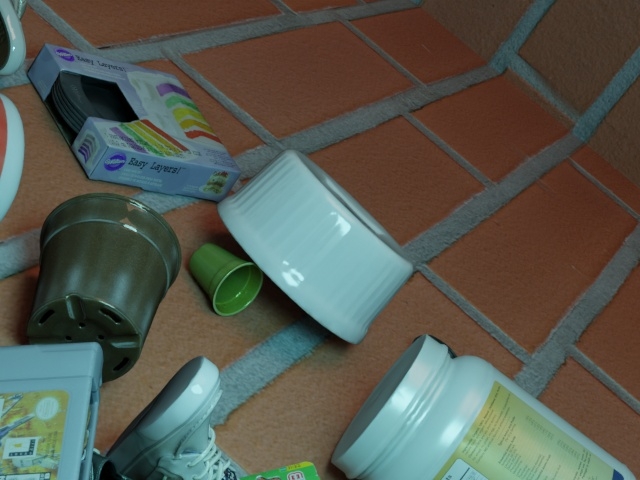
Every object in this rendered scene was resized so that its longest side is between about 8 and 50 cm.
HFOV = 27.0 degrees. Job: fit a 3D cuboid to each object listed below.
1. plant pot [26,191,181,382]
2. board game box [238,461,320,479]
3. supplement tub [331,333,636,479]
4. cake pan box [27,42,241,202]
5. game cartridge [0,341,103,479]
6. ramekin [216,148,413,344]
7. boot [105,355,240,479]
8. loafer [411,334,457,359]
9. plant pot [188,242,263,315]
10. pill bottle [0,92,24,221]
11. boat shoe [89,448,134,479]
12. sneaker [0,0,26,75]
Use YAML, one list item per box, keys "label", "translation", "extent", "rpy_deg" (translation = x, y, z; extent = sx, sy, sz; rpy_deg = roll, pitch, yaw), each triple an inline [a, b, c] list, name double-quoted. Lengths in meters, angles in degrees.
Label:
- label: "plant pot"
  translation: [-0.249, 0.061, 1.490]
  extent: [0.167, 0.167, 0.165]
  rpy_deg: [29, 34, -18]
- label: "board game box"
  translation: [-0.035, 0.338, 1.344]
  extent: [0.124, 0.039, 0.259]
  rpy_deg: [-12, 43, -8]
- label: "supplement tub"
  translation: [0.194, 0.281, 1.591]
  extent: [0.316, 0.228, 0.228]
  rpy_deg: [37, 24, 0]
- label: "cake pan box"
  translation: [-0.277, -0.173, 1.957]
  extent: [0.266, 0.070, 0.246]
  rpy_deg: [10, 34, -45]
- label: "game cartridge"
  translation: [-0.301, 0.200, 1.161]
  extent: [0.198, 0.062, 0.297]
  rpy_deg: [0, 37, -3]
- label: "ramekin"
  translation: [0.000, 0.000, 1.841]
  extent: [0.277, 0.135, 0.277]
  rpy_deg: [43, 6, -6]
- label: "boot"
  translation: [-0.121, 0.203, 1.308]
  extent: [0.123, 0.258, 0.095]
  rpy_deg: [38, 59, -5]
- label: "loafer"
  translation: [0.170, 0.199, 1.908]
  extent: [0.061, 0.062, 0.170]
  rpy_deg: [9, 35, -38]
- label: "plant pot"
  translation: [-0.132, 0.044, 1.766]
  extent: [0.079, 0.083, 0.083]
  rpy_deg: [40, 22, 34]
- label: "pill bottle"
  translation: [-0.494, -0.110, 1.421]
  extent: [0.323, 0.181, 0.181]
  rpy_deg: [15, 33, -39]
- label: "boat shoe"
  translation: [-0.234, 0.229, 1.299]
  extent: [0.233, 0.079, 0.084]
  rpy_deg: [37, 26, 4]
- label: "sneaker"
  translation: [-0.465, -0.337, 1.943]
  extent: [0.123, 0.106, 0.290]
  rpy_deg: [8, 36, -42]
